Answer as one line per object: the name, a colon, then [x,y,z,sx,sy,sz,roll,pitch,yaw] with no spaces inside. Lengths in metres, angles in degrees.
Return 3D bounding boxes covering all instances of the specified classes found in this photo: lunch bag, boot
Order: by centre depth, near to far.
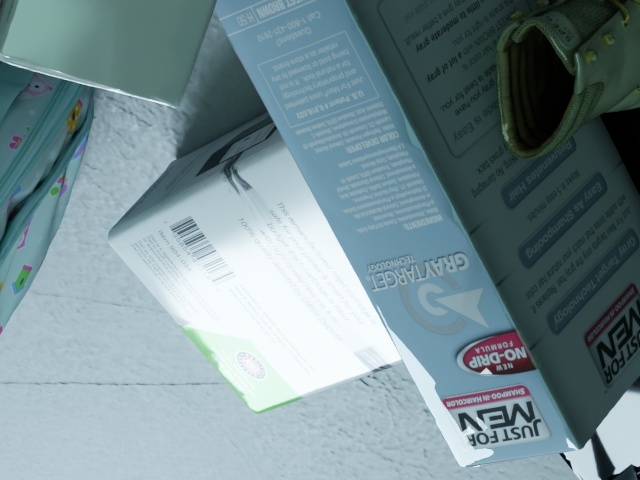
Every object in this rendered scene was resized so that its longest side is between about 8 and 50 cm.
boot: [0.188,-0.161,1.165,0.077,0.165,0.213,33,130,29]
lunch bag: [-0.268,-0.019,1.434,0.108,0.279,0.224,23,133,-2]

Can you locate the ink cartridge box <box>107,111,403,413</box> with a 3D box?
ink cartridge box: [0.000,0.000,1.415,0.273,0.115,0.198,-24,111,45]

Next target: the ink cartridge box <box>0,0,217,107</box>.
ink cartridge box: [-0.098,-0.246,1.094,0.117,0.207,0.283,16,109,-13]

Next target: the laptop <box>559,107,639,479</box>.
laptop: [0.337,0.027,1.385,0.408,0.236,0.382,11,141,-26]

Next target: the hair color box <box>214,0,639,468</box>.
hair color box: [0.094,-0.057,1.236,0.113,0.185,0.374,-17,107,44]
